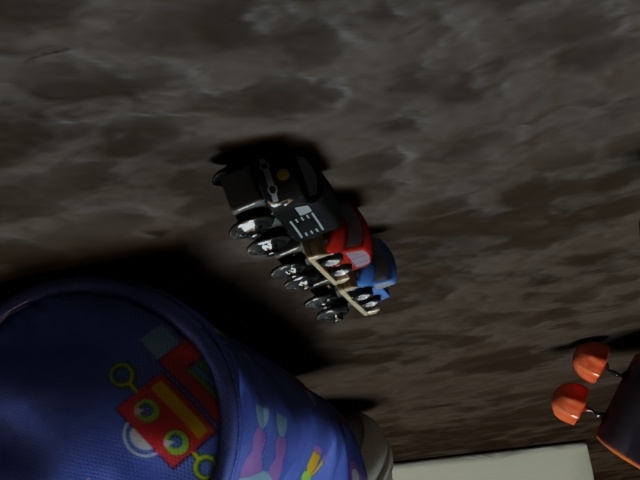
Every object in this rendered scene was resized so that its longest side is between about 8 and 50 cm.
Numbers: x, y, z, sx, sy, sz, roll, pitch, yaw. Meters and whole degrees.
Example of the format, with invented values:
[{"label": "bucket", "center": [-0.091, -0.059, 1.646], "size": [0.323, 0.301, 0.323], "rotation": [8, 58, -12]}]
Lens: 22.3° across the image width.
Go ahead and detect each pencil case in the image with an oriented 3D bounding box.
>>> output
[{"label": "pencil case", "center": [-0.061, 0.106, 0.714], "size": [0.119, 0.133, 0.306], "rotation": [29, 173, 18]}]

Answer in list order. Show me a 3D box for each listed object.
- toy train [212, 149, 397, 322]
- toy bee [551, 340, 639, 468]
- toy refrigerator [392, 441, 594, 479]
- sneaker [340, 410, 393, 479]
[{"label": "toy train", "center": [0.000, 0.000, 0.559], "size": [0.036, 0.027, 0.158], "rotation": [-21, 163, 6]}, {"label": "toy bee", "center": [0.206, 0.121, 0.864], "size": [0.162, 0.195, 0.298], "rotation": [22, 167, -14]}, {"label": "toy refrigerator", "center": [0.079, 0.228, 1.297], "size": [0.269, 0.094, 0.102], "rotation": [-4, 164, -14]}, {"label": "sneaker", "center": [-0.062, 0.145, 0.912], "size": [0.252, 0.111, 0.103], "rotation": [-26, -173, -39]}]
